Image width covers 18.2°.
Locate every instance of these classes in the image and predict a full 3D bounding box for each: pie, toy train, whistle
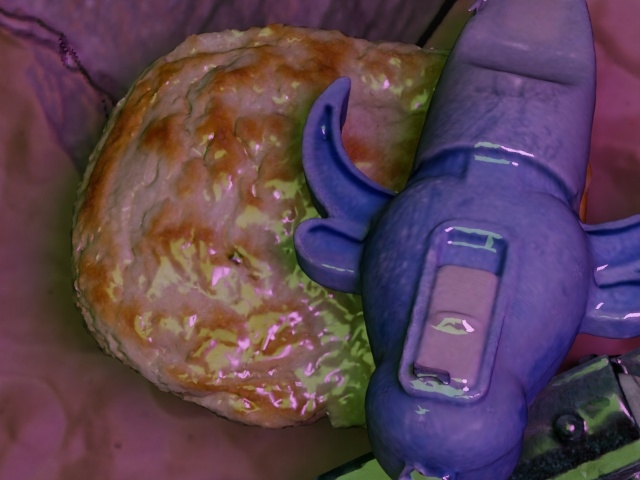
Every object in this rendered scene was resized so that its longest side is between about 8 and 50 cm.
[{"bbox_3d":[0.000,0.000,0.952,0.248,0.090,0.201,9,71,10],"label":"pie"},{"bbox_3d":[0.087,0.101,0.900,0.170,0.111,0.071,-26,76,12],"label":"toy train"},{"bbox_3d":[0.070,-0.003,0.858,0.180,0.093,0.269,11,57,11],"label":"whistle"}]
